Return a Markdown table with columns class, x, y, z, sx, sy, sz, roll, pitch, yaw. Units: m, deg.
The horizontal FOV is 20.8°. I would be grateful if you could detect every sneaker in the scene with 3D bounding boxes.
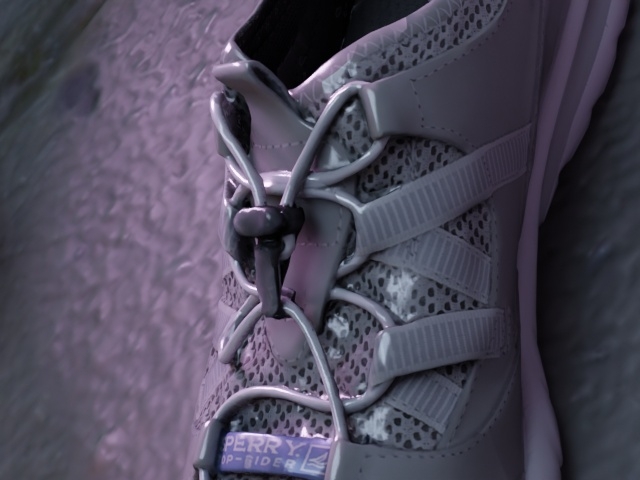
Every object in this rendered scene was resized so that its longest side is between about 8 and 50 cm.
| class | x | y | z | sx | sy | sz | roll | pitch | yaw |
| --- | --- | --- | --- | --- | --- | --- | --- | --- | --- |
| sneaker | 0.000 | 0.000 | 0.448 | 0.105 | 0.115 | 0.281 | -6 | 61 | 35 |
